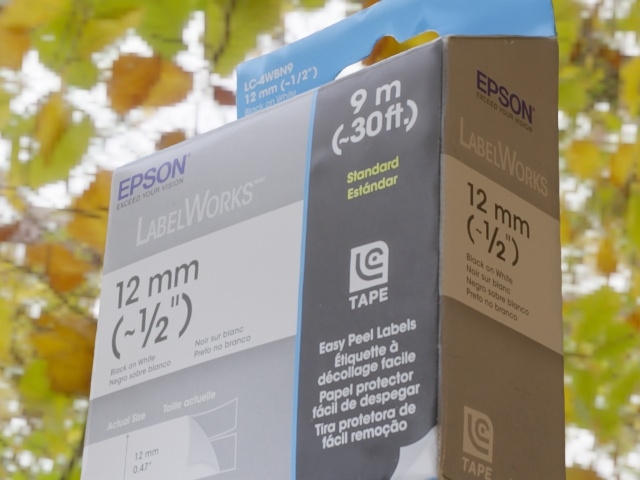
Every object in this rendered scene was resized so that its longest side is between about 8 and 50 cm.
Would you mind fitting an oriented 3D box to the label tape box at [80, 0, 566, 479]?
[{"bbox_3d":[0.000,0.000,0.979,0.115,0.249,0.348,25,-123,-43],"label":"label tape box"}]
